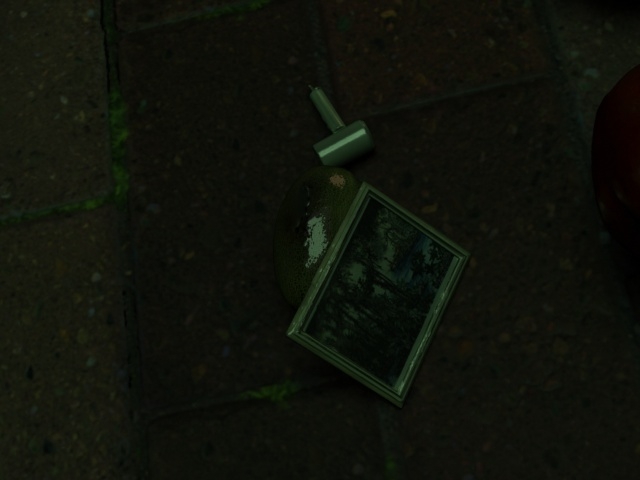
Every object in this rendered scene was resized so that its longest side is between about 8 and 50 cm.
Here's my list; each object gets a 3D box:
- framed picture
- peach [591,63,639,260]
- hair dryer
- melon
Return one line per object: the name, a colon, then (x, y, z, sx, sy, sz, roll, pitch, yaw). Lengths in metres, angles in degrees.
framed picture: (0.062, 0.051, 1.302, 0.142, 0.011, 0.183, 34, 68, -16)
peach: (0.415, -0.108, 1.210, 0.281, 0.281, 0.338, 36, 81, 27)
hair dryer: (0.007, -0.131, 1.454, 0.063, 0.038, 0.124, -28, 54, -3)
melon: (0.000, 0.000, 1.346, 0.099, 0.099, 0.162, 6, 66, 16)
